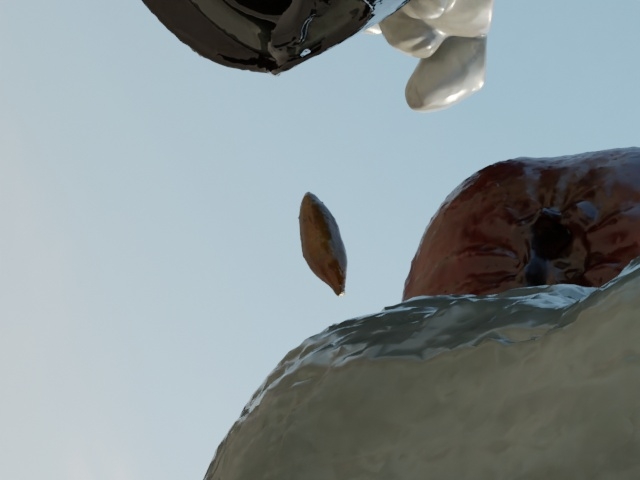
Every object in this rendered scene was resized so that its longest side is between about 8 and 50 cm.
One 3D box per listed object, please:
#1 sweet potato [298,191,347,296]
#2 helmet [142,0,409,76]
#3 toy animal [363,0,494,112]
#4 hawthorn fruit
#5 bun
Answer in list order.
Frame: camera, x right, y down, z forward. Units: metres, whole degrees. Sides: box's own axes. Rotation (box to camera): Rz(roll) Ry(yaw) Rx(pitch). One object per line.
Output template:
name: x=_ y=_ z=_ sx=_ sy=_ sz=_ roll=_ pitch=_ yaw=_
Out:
sweet potato: x=0.000 y=0.000 z=1.311 sx=0.034 sy=0.034 sz=0.095 roll=108 pitch=-32 yaw=-53
helmet: x=-0.002 y=-0.237 z=1.019 sx=0.225 sy=0.177 sz=0.305 roll=60 pitch=-25 yaw=-6
toy animal: x=0.005 y=-0.230 z=1.294 sx=0.272 sy=0.264 sz=0.206 roll=84 pitch=13 yaw=-67
hawthorn fruit: x=0.190 y=0.079 z=1.147 sx=0.307 sy=0.265 sz=0.265 roll=43 pitch=18 yaw=-55
bun: x=0.130 y=0.132 z=0.596 sx=0.354 sy=0.354 sz=0.194 roll=106 pitch=-4 yaw=-52
